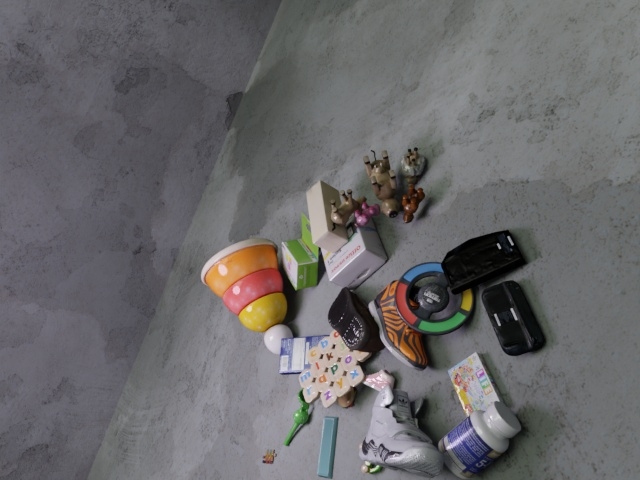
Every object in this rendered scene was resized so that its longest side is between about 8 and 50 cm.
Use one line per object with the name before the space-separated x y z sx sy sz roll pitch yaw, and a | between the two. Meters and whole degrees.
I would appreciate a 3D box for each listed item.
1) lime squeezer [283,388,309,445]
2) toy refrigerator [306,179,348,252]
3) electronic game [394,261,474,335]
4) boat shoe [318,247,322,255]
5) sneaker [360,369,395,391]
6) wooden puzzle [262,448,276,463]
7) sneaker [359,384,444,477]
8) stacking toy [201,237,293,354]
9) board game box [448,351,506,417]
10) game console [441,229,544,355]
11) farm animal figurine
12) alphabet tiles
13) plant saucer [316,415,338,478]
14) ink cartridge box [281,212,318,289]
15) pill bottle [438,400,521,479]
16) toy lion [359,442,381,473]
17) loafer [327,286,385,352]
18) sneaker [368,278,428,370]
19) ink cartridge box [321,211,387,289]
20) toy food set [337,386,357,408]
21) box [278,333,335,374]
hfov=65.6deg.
lime squeezer | -0.068 0.600 1.819 0.110 0.059 0.310 125 158 -75
toy refrigerator | 0.019 -0.090 1.857 0.094 0.102 0.269 -41 39 31
electronic game | 0.330 0.166 1.451 0.229 0.048 0.229 -5 60 9
boat shoe | 0.000 0.000 2.088 0.049 0.040 0.142 34 98 55
sneaker | 0.183 0.436 1.573 0.134 0.051 0.070 10 76 52
wooden puzzle | -0.193 0.816 1.879 0.083 0.006 0.049 -24 52 44
sneaker | 0.219 0.501 1.331 0.366 0.137 0.210 131 159 -64
stacking toy | -0.258 0.262 2.066 0.351 0.351 0.479 -41 66 31
board game box | 0.411 0.389 1.317 0.103 0.026 0.154 -45 39 27
game console | 0.469 0.141 1.341 0.213 0.044 0.361 -29 50 21
farm animal figurine | 0.208 -0.164 1.772 0.331 0.172 0.326 -2 59 14
alphabet tiles | 0.048 0.428 1.701 0.284 0.021 0.278 -41 31 7
plant saucer | 0.022 0.688 1.662 0.067 0.018 0.192 -19 55 47
ink cartridge box | -0.086 0.041 2.024 0.189 0.097 0.255 -129 35 -52
pill bottle | 0.390 0.483 1.213 0.186 0.112 0.112 -51 37 21
toy lion | 0.165 0.640 1.492 0.096 0.034 0.100 -29 48 31
loafer | 0.123 0.281 1.684 0.133 0.130 0.366 -57 19 12
sneaker | 0.266 0.232 1.519 0.180 0.125 0.321 -53 36 19
ink cartridge box | 0.110 0.014 1.864 0.201 0.117 0.278 -45 39 27
toy food set | 0.087 0.522 1.673 0.083 0.020 0.083 26 91 55
box | -0.045 0.424 1.845 0.225 0.036 0.136 -10 59 23
